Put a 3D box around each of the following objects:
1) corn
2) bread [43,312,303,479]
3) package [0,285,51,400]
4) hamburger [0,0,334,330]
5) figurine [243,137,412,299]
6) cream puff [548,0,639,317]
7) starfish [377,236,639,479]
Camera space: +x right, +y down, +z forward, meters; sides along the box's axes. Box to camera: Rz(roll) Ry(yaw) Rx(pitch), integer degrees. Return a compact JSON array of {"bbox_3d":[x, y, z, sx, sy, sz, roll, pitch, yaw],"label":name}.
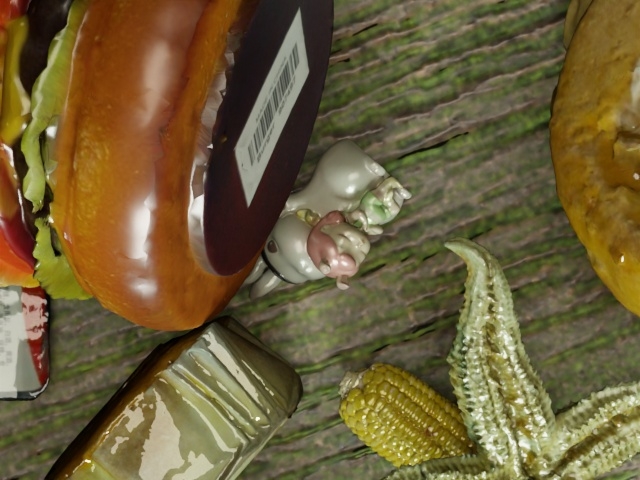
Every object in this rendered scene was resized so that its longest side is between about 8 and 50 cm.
[{"bbox_3d":[0.100,0.164,1.153,0.206,0.067,0.067,36,92,-4],"label":"corn"},{"bbox_3d":[-0.114,0.152,1.091,0.110,0.192,0.210,41,92,1],"label":"bread"},{"bbox_3d":[-0.325,0.044,1.156,0.232,0.040,0.166,-1,84,-11],"label":"package"},{"bbox_3d":[-0.147,-0.111,1.012,0.250,0.330,0.330,18,92,13],"label":"hamburger"},{"bbox_3d":[-0.006,-0.006,1.133,0.081,0.098,0.146,42,90,-13],"label":"figurine"},{"bbox_3d":[0.322,-0.084,1.052,0.231,0.343,0.327,7,125,-32],"label":"cream puff"},{"bbox_3d":[0.167,0.194,1.091,0.358,0.078,0.347,35,76,-15],"label":"starfish"}]
